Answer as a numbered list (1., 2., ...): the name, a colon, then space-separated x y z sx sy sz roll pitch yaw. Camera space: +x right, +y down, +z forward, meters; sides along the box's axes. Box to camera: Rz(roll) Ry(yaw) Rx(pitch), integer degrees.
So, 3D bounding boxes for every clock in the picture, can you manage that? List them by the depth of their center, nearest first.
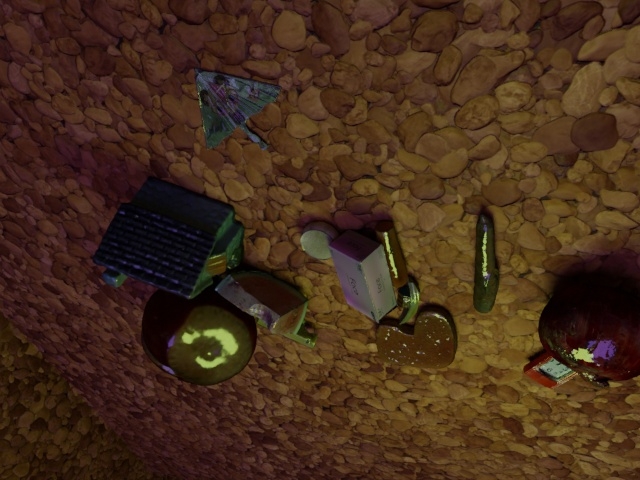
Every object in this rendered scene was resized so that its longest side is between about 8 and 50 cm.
1. clock: 0.718 0.378 1.485 0.113 0.061 0.155 31 131 -7

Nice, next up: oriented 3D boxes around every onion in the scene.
1. onion: 0.700 0.239 1.232 0.276 0.276 0.276 12 133 13

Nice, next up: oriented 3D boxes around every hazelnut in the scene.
1. hazelnut: -0.427 0.317 1.698 0.359 0.359 0.409 -28 123 38

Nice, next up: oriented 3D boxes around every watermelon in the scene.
1. watermelon: -0.179 0.196 1.597 0.318 0.226 0.148 31 101 -15

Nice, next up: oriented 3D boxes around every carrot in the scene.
1. carrot: 0.447 0.068 1.314 0.070 0.070 0.342 3 129 20
2. carrot: 0.204 0.049 1.394 0.067 0.067 0.225 -3 126 25

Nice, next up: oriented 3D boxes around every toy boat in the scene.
1. toy boat: 0.266 0.187 1.492 0.066 0.065 0.172 3 124 2

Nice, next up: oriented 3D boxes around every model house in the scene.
1. model house: -0.454 0.053 1.484 0.360 0.339 0.297 21 133 3

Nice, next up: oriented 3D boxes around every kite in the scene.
1. kite: -0.231 -0.338 1.262 0.323 0.013 0.268 -24 117 37

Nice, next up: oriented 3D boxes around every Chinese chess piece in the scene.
1. Chinese chess piece: 0.000 0.000 1.446 0.122 0.051 0.122 12 132 14

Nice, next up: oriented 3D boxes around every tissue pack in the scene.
1. tissue pack: 0.124 0.105 1.421 0.148 0.092 0.246 28 147 46

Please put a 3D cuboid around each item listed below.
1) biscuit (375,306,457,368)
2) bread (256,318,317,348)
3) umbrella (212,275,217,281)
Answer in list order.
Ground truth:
1. biscuit: 0.309 0.314 1.603 0.277 0.052 0.262 -2 125 25
2. bread: -0.112 0.305 1.742 0.226 0.088 0.049 24 132 0
3. umbrella: -0.453 0.117 1.745 0.188 0.046 0.050 3 125 26
